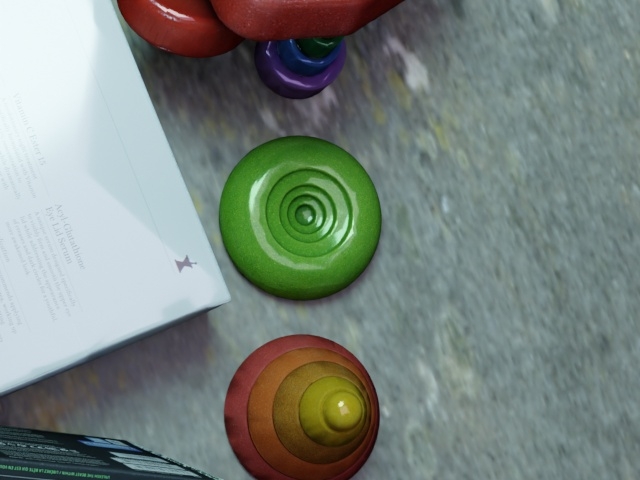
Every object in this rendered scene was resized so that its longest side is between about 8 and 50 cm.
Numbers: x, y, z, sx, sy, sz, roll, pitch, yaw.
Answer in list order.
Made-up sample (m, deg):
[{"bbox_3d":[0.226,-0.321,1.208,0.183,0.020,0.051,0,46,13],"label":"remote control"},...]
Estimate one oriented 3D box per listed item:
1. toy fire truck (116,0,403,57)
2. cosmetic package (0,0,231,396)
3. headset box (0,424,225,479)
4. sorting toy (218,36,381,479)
[{"bbox_3d":[-0.028,-0.266,1.001,0.254,0.169,0.302,-10,55,-29],"label":"toy fire truck"},{"bbox_3d":[-0.265,-0.076,0.973,0.285,0.097,0.377,-21,88,-15],"label":"cosmetic package"},{"bbox_3d":[-0.217,0.260,0.862,0.246,0.131,0.283,13,87,-38],"label":"headset box"},{"bbox_3d":[0.000,0.000,1.022,0.127,0.126,0.365,1,83,-15],"label":"sorting toy"}]
